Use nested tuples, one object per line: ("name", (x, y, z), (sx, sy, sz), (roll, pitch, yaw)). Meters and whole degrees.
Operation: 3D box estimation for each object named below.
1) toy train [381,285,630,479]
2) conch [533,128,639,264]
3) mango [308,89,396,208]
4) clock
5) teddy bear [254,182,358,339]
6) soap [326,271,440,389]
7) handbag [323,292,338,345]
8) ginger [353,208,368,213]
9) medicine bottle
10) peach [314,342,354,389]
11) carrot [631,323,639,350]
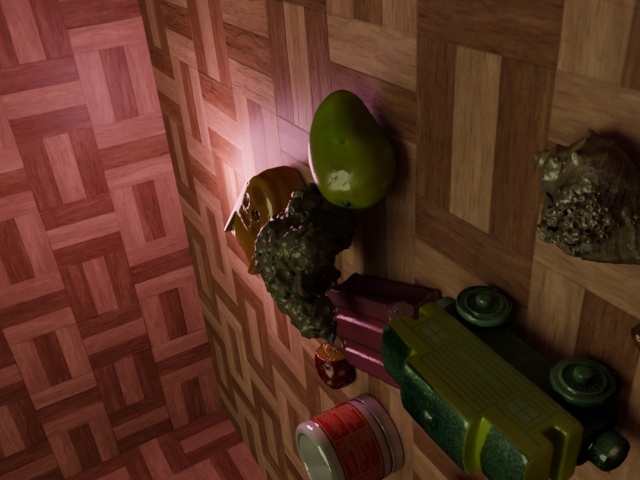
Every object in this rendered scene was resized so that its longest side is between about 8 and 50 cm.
("toy train", (0.297, 0.256, 1.094), (0.442, 0.272, 0.179), (42, 146, 48))
("conch", (0.394, -0.040, 0.871), (0.245, 0.163, 0.178), (38, 177, 24))
("mango", (0.060, -0.191, 1.378), (0.185, 0.149, 0.273), (-40, 61, 26))
("clock", (-0.148, -0.076, 1.916), (0.244, 0.200, 0.317), (55, 144, 26))
("teddy bear", (0.000, 0.000, 1.504), (0.224, 0.367, 0.357), (19, 140, 24))
("soap", (0.162, 0.220, 1.527), (0.359, 0.128, 0.233), (8, 116, 64))
("handbag", (0.005, 0.225, 1.967), (0.221, 0.057, 0.144), (29, 127, 58))
("ginger", (0.090, -0.146, 1.488), (0.096, 0.067, 0.165), (157, 107, -67))
("medicine bottle", (0.082, 0.622, 1.866), (0.252, 0.241, 0.252), (46, 146, 44))
("peach", (0.033, 0.398, 1.983), (0.172, 0.092, 0.127), (46, 149, 40))
("carrot", (0.488, 0.164, 0.912), (0.093, 0.032, 0.032), (60, 155, 12))
